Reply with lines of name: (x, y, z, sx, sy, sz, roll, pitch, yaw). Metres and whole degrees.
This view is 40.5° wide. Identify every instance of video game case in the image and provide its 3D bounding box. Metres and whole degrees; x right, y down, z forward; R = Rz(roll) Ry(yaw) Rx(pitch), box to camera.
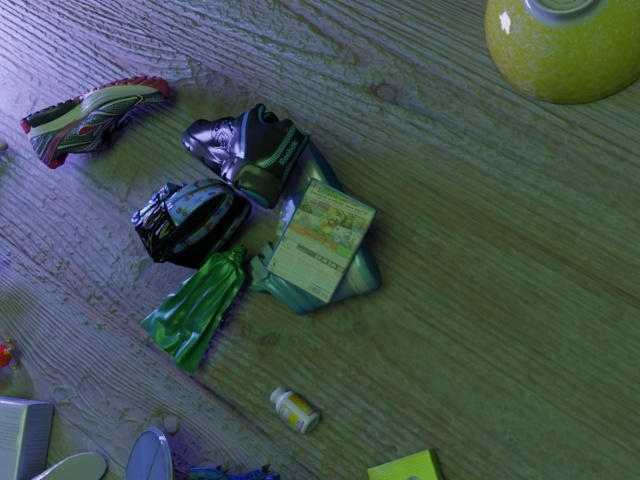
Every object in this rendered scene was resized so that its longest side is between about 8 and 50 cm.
video game case: (0.000, 0.000, 1.363, 0.119, 0.015, 0.166, 28, 93, 16)

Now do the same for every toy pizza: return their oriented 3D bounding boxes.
toy pizza: (-0.283, 0.417, 1.458, 0.201, 0.032, 0.201, -26, 59, 53)

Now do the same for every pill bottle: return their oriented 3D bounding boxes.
pill bottle: (-0.043, 0.278, 1.428, 0.083, 0.043, 0.043, 37, 94, 24)

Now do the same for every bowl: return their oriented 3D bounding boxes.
bowl: (0.384, -0.370, 1.329, 0.290, 0.156, 0.289, -5, 77, 20)

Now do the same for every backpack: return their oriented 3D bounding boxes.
backpack: (-0.214, -0.042, 1.495, 0.173, 0.158, 0.117, -43, 62, 15)

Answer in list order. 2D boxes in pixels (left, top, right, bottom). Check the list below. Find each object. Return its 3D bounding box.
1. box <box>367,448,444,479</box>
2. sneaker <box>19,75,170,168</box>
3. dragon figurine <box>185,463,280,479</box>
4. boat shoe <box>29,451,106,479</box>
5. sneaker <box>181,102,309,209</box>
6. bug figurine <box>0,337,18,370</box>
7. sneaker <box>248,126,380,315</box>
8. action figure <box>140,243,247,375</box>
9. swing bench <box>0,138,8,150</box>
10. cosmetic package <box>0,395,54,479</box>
box: (0.149, 0.421, 1.324, 0.109, 0.042, 0.178, -23, 71, 16)
sneaker: (-0.417, -0.233, 1.653, 0.299, 0.121, 0.112, -19, 102, 16)
dragon figurine: (-0.167, 0.407, 1.395, 0.289, 0.144, 0.085, -7, 77, 20)
boat shoe: (-0.470, 0.431, 1.533, 0.184, 0.063, 0.066, -31, 98, -23)
sneaker: (-0.123, -0.157, 1.454, 0.139, 0.125, 0.341, -55, 35, -1)
bug figurine: (-0.692, 0.152, 1.694, 0.216, 0.072, 0.278, -18, 78, 24)
sneaker: (-0.053, -0.023, 1.449, 0.208, 0.127, 0.318, -28, 70, 13)
action figure: (-0.198, 0.101, 1.506, 0.137, 0.063, 0.232, 40, 102, 14)
swing bench: (-0.822, -0.170, 1.765, 0.255, 0.165, 0.253, 36, 94, 29)
cosmetic package: (-0.574, 0.407, 1.591, 0.117, 0.085, 0.231, 4, 83, 22)
